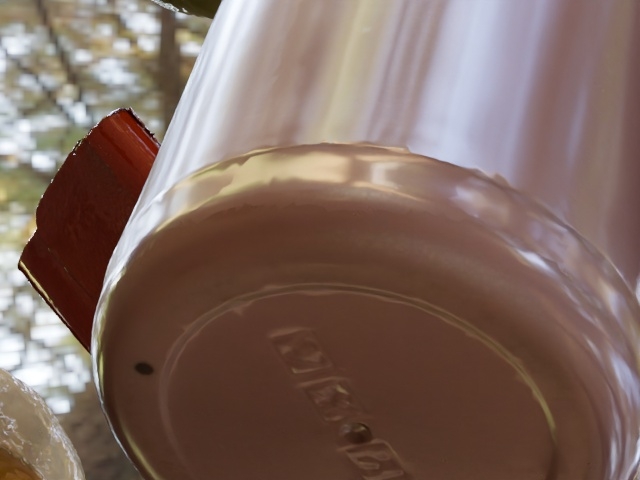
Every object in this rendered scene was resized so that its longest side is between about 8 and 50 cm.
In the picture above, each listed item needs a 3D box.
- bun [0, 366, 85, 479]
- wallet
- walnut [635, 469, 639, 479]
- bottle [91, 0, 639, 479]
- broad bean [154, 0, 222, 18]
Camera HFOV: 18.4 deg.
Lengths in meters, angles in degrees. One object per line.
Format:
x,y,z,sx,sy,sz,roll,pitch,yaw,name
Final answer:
-0.323,0.192,1.479,0.299,0.299,0.165,-59,-149,25,bun
-0.070,0.047,1.028,0.204,0.045,0.142,49,-45,12,wallet
0.101,0.122,1.026,0.197,0.165,0.165,46,-59,49,walnut
0.029,-0.032,0.699,0.206,0.173,0.297,-51,-163,42,bottle
-0.056,-0.217,1.108,0.263,0.121,0.189,21,-70,43,broad bean
